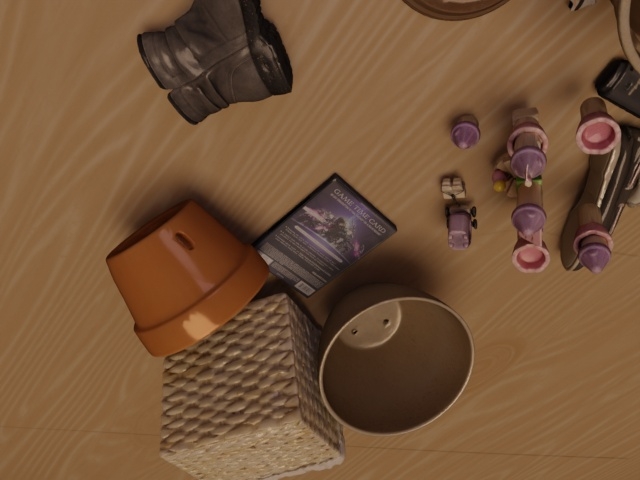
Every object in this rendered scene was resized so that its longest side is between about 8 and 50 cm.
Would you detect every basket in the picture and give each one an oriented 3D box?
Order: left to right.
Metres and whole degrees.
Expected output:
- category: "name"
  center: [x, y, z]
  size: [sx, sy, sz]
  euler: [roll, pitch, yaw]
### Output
- category: "basket"
  center: [-0.149, 0.338, 1.246]
  size: [0.332, 0.328, 0.266]
  euler: [-17, 142, 9]

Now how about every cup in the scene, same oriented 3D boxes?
- category: "cup"
  center: [0.137, 0.222, 1.238]
  size: [0.332, 0.237, 0.330]
  euler: [-4, 112, -10]

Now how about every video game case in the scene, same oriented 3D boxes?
- category: "video game case"
  center: [0.000, 0.000, 1.216]
  size: [0.274, 0.026, 0.196]
  euler: [-39, 120, 23]

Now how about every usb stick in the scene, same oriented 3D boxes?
- category: "usb stick"
  center: [0.638, -0.251, 1.046]
  size: [0.278, 0.045, 0.077]
  euler: [21, 125, -18]

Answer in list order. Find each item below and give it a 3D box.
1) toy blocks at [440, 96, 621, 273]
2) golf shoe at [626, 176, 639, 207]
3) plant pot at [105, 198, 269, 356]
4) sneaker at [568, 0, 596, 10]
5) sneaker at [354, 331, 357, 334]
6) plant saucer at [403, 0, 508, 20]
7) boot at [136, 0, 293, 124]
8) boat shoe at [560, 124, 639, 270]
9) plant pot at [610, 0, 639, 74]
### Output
- category: "toy blocks"
  center: [0.351, -0.066, 0.987]
  size: [0.309, 0.260, 0.288]
  euler: [-1, 125, 22]
- category: "golf shoe"
  center: [0.669, -0.141, 1.129]
  size: [0.086, 0.069, 0.176]
  euler: [39, 140, 9]
- category: "plant pot"
  center: [-0.276, 0.056, 1.103]
  size: [0.291, 0.291, 0.203]
  euler: [-28, 107, 18]
- category: "sneaker"
  center: [0.407, -0.420, 0.905]
  size: [0.044, 0.040, 0.109]
  euler: [-21, 121, 32]
- category: "sneaker"
  center: [0.103, 0.258, 1.405]
  size: [0.170, 0.051, 0.089]
  euler: [24, 126, -17]
- category: "plant saucer"
  center: [0.227, -0.473, 0.854]
  size: [0.278, 0.041, 0.277]
  euler: [-2, 129, -3]
- category: "boot"
  center: [-0.198, -0.348, 0.882]
  size: [0.223, 0.118, 0.338]
  euler: [-13, 123, 13]
- category: "boat shoe"
  center: [0.584, -0.072, 1.142]
  size: [0.096, 0.112, 0.334]
  euler: [3, 124, 0]
- category: "plant pot"
  center: [0.488, -0.419, 0.726]
  size: [0.334, 0.305, 0.333]
  euler: [-4, 136, -4]
